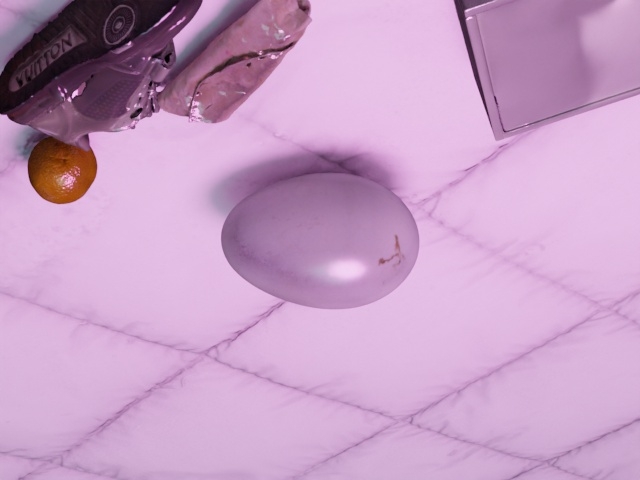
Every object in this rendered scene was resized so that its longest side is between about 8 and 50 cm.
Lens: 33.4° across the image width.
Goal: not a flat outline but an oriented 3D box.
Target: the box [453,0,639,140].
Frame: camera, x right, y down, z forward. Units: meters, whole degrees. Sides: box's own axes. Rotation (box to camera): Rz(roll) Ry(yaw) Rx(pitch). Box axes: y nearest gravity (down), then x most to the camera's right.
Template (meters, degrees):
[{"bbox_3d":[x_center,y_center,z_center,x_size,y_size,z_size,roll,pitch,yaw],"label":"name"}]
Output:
[{"bbox_3d":[0.266,-0.250,1.167,0.225,0.117,0.225,-18,145,7],"label":"box"}]

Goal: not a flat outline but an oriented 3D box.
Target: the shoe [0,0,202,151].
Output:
[{"bbox_3d":[-0.212,-0.195,1.168,0.293,0.109,0.149,-25,146,28],"label":"shoe"}]

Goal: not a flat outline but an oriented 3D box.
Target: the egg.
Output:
[{"bbox_3d":[0.000,0.000,1.420,0.264,0.182,0.183,2,144,-4],"label":"egg"}]

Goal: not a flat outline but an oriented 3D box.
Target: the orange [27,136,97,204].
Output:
[{"bbox_3d":[-0.318,-0.087,1.314,0.085,0.085,0.095,3,163,-16],"label":"orange"}]

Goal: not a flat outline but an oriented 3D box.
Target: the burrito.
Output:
[{"bbox_3d":[-0.093,-0.205,1.211,0.087,0.060,0.226,24,135,-31],"label":"burrito"}]
